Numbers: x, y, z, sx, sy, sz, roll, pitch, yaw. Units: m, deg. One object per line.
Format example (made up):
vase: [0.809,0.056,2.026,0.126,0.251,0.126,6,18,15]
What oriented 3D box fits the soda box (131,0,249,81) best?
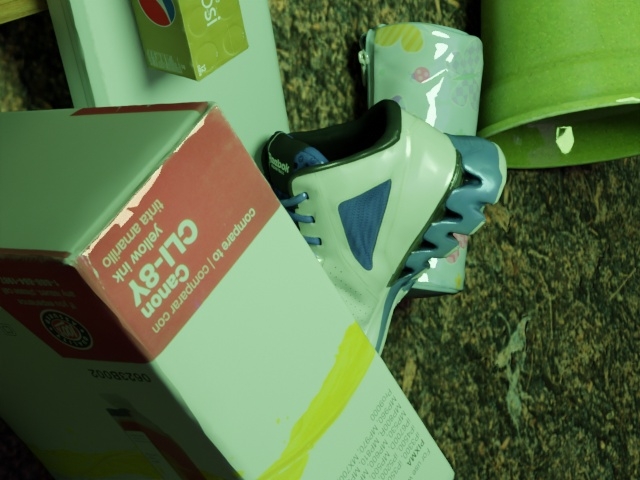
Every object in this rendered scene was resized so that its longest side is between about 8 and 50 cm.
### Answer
soda box: [-0.108,-0.214,1.045,0.061,0.058,0.181,-39,134,-35]

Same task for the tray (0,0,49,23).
tray: [-0.272,-0.253,1.013,0.411,0.076,0.203,-28,118,-42]

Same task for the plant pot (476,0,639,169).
plant pot: [0.274,-0.229,1.496,0.276,0.276,0.254,4,75,-46]

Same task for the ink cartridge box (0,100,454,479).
ink cartridge box: [-0.113,0.096,1.051,0.160,0.279,0.385,-54,126,-31]

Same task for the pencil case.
pencil case: [0.091,-0.077,1.386,0.124,0.113,0.273,6,86,-33]

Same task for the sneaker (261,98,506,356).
sneaker: [0.001,-0.001,1.243,0.182,0.127,0.315,33,96,-27]

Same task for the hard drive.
hard drive: [-0.115,-0.136,1.155,0.203,0.040,0.307,-38,133,-36]
